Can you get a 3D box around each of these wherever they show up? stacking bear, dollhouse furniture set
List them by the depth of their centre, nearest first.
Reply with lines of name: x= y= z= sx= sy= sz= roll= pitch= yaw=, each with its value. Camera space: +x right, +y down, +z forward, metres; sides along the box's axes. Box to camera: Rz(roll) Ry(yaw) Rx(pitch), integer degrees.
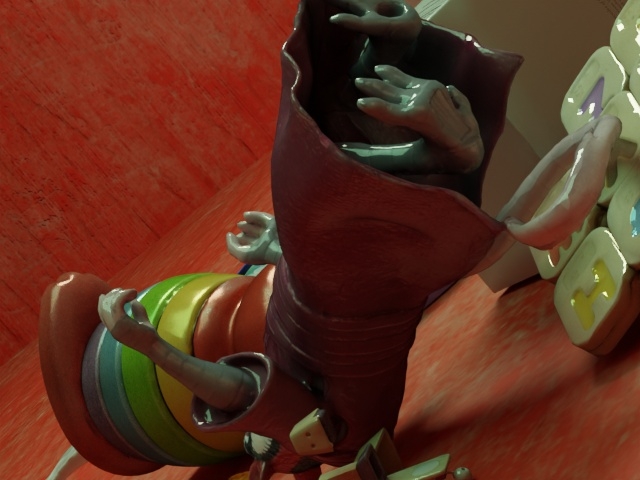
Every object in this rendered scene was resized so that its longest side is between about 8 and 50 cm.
dollhouse furniture set: x=0.045 y=0.115 z=1.124 sx=0.081 sy=0.091 sz=0.114 roll=-23 pitch=10 yaw=16
stacking bear: x=-0.071 y=0.089 z=1.528 sx=0.289 sy=0.175 sz=0.164 roll=-17 pitch=64 yaw=47

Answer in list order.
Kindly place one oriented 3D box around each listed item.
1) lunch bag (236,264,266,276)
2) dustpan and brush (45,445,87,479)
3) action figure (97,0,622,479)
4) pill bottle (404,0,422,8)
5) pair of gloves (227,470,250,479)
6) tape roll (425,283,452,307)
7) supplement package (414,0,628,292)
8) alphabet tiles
lunch bag: x=-0.045 y=0.069 z=1.754 sx=0.151 sy=0.096 sz=0.129 roll=-53 pitch=0 yaw=43
dustpan and brush: x=-0.269 y=0.260 z=1.855 sx=0.211 sy=0.060 sz=0.147 roll=-40 pitch=8 yaw=8
action figure: x=0.030 y=0.025 z=1.218 sx=0.248 sy=0.276 sz=0.370 roll=-53 pitch=-23 yaw=-53
pill bottle: x=0.094 y=-0.176 z=2.005 sx=0.204 sy=0.204 sz=0.361 roll=-42 pitch=8 yaw=-4
pair of gloves: x=-0.079 y=0.200 z=1.458 sx=0.083 sy=0.010 sz=0.074 roll=-47 pitch=10 yaw=-35
tape roll: x=0.060 y=0.005 z=1.619 sx=0.189 sy=0.080 sz=0.189 roll=-40 pitch=9 yaw=7
supplement package: x=0.154 y=-0.110 z=1.373 sx=0.203 sy=0.194 sz=0.149 roll=-45 pitch=8 yaw=-31
alphabet tiles: x=0.205 y=-0.078 z=1.075 sx=0.284 sy=0.021 sz=0.278 roll=-58 pitch=23 yaw=23
